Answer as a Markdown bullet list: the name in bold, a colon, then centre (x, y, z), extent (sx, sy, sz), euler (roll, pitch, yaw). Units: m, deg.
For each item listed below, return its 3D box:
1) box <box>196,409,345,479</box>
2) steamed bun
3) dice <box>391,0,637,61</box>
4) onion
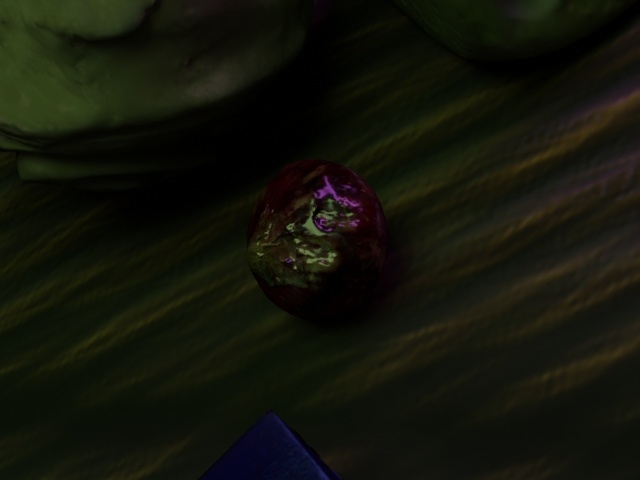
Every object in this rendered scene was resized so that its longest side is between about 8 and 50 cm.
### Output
- **box**: centre (-0.051, 0.249, 0.756), extent (0.261, 0.116, 0.279), euler (-43, 22, -4)
- **steamed bun**: centre (-0.154, -0.149, 1.088), extent (0.346, 0.237, 0.394), euler (-31, 13, -15)
- **dice**: centre (0.109, -0.294, 1.012), extent (0.252, 0.254, 0.250), euler (-43, 44, 0)
- **onion**: centre (0.000, 0.000, 0.989), extent (0.107, 0.097, 0.107), euler (-9, 78, 48)
